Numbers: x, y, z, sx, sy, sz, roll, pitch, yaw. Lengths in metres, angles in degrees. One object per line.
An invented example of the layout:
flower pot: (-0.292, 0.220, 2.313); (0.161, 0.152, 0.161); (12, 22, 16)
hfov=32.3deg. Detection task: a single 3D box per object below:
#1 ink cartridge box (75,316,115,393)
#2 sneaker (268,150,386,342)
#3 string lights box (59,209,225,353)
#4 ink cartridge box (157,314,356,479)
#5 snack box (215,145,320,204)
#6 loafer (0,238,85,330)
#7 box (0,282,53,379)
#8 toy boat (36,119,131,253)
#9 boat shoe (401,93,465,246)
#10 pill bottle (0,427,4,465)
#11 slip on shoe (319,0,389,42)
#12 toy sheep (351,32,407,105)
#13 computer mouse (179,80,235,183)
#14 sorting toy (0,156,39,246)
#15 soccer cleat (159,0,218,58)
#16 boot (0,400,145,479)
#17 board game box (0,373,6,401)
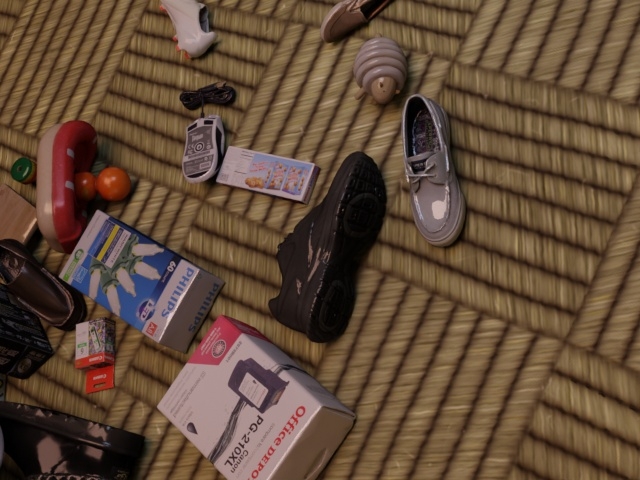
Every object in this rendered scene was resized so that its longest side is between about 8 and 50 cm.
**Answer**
ink cartridge box: (-0.371, 0.189, 1.818); (0.062, 0.029, 0.115); (-16, 64, 26)
sneaker: (0.000, 0.000, 1.615); (0.130, 0.109, 0.286); (13, 78, 41)
string lights box: (-0.290, 0.064, 1.785); (0.259, 0.076, 0.133); (27, 86, 36)
ink cartridge box: (-0.094, 0.246, 1.580); (0.237, 0.100, 0.172); (37, 94, 36)
snack box: (-0.085, -0.104, 1.753); (0.178, 0.022, 0.064); (14, 79, 35)
loafer: (-0.496, 0.077, 1.884); (0.220, 0.078, 0.080); (36, 94, 17)
box: (-0.558, 0.139, 1.859); (0.077, 0.180, 0.147); (-41, 57, 12)
toy boat: (-0.400, -0.095, 1.895); (0.151, 0.151, 0.231); (-4, 68, -2)
boat shoe: (0.149, -0.103, 1.570); (0.079, 0.081, 0.228); (-17, 64, 26)
pill bottle: (-0.620, 0.330, 1.683); (0.245, 0.136, 0.136); (-16, 65, 22)
slip on shoe: (0.058, -0.358, 1.743); (0.135, 0.051, 0.041); (-39, 54, 5)
toy sheep: (0.089, -0.260, 1.666); (0.091, 0.091, 0.132); (-23, 57, 23)
computer mouse: (-0.191, -0.172, 1.835); (0.106, 0.042, 0.193); (-11, 61, 23)
sorting toy: (-0.566, -0.007, 2.001); (0.132, 0.046, 0.275); (33, 91, 36)
soccer cleat: (-0.237, -0.405, 1.937); (0.076, 0.068, 0.196); (-31, 66, 13)
boot: (-0.447, 0.395, 1.727); (0.347, 0.131, 0.260); (7, 76, 33)
board game box: (-0.637, 0.309, 1.869); (0.142, 0.144, 0.275); (-13, 67, 27)
